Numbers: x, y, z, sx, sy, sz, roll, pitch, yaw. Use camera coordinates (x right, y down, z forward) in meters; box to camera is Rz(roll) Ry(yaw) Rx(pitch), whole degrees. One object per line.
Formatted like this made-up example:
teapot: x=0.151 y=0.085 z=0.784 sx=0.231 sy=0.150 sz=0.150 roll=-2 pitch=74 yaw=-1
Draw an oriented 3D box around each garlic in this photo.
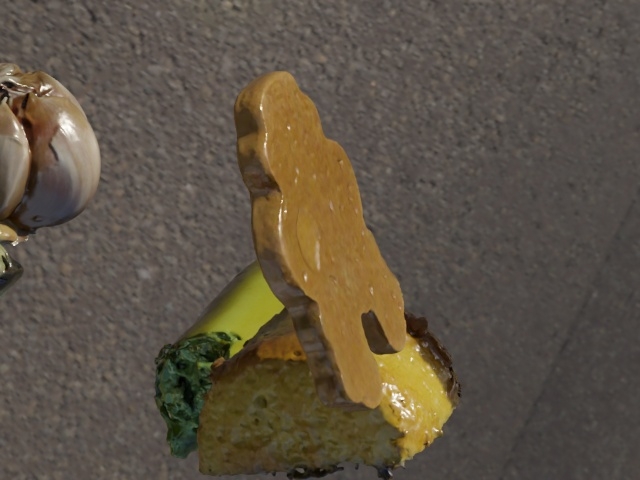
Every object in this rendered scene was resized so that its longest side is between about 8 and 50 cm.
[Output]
garlic: x=-0.341 y=-0.108 z=1.230 sx=0.160 sy=0.214 sz=0.191 roll=13 pitch=112 yaw=-28

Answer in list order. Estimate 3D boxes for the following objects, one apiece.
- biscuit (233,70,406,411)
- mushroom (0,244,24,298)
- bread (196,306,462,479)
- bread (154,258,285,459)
biscuit: x=-0.001 y=0.001 z=0.729 sx=0.236 sy=0.040 sz=0.144 roll=65 pitch=24 yaw=-22
mushroom: x=-0.445 y=0.053 z=1.053 sx=0.267 sy=0.189 sz=0.164 roll=-39 pitch=95 yaw=-29
bread: x=-0.006 y=0.134 z=1.046 sx=0.160 sy=0.260 sz=0.147 roll=-39 pitch=117 yaw=-54
bread: x=-0.088 y=0.169 z=1.614 sx=0.376 sy=0.208 sz=0.251 roll=-47 pitch=132 yaw=-52
